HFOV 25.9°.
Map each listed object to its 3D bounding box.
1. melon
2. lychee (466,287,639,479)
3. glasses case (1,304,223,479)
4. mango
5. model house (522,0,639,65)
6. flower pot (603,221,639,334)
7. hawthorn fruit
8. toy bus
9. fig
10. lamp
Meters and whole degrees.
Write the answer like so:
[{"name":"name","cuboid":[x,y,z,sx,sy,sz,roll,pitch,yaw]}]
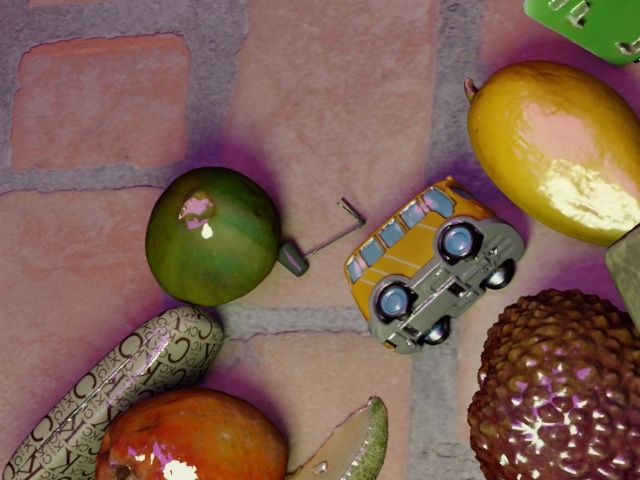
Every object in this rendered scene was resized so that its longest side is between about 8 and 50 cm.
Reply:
[{"name":"melon","cuboid":[0.025,0.281,1.710,0.182,0.054,0.098,-45,47,9]},{"name":"lychee","cuboid":[0.292,0.184,1.497,0.271,0.271,0.271,-7,74,24]},{"name":"glasses case","cuboid":[-0.269,0.218,1.808,0.354,0.137,0.085,-45,63,8]},{"name":"mango","cuboid":[0.294,-0.103,1.638,0.317,0.119,0.176,44,95,19]},{"name":"model house","cuboid":[0.362,-0.440,1.594,0.357,0.242,0.313,-41,56,29]},{"name":"flower pot","cuboid":[0.456,0.079,1.350,0.293,0.293,0.330,-39,85,12]},{"name":"hawthorn fruit","cuboid":[-0.168,0.272,1.672,0.210,0.262,0.210,-9,73,33]},{"name":"toy bus","cuboid":[0.129,0.024,1.677,0.209,0.126,0.136,-42,54,10]},{"name":"fig","cuboid":[-0.141,-0.009,1.783,0.181,0.191,0.181,-2,67,5]},{"name":"lamp","cuboid":[-0.001,0.001,1.796,0.121,0.041,0.054,-45,71,12]}]
